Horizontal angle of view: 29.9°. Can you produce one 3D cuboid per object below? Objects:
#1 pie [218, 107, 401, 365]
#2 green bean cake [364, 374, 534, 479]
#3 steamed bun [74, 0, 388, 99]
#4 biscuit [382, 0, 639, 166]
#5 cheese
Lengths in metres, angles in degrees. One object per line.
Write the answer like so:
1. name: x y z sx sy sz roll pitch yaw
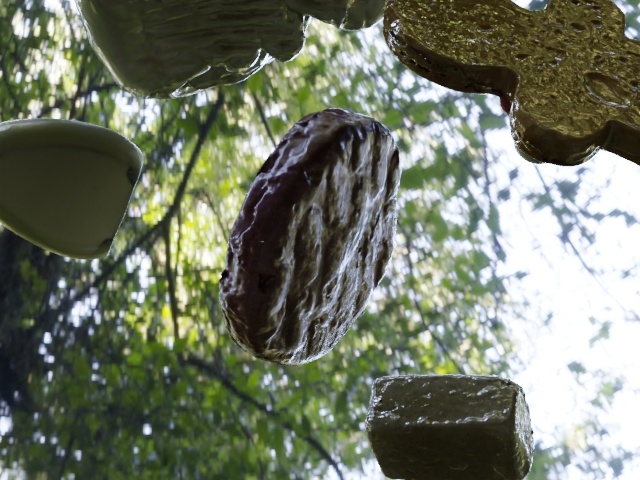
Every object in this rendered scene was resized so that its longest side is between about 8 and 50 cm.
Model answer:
1. pie: 0.000 0.000 0.793 0.049 0.182 0.182 22 -59 28
2. green bean cake: 0.148 0.214 1.369 0.179 0.085 0.109 -5 -48 22
3. steamed bun: -0.089 -0.328 1.177 0.339 0.247 0.352 -15 -52 -5
4. biscuit: 0.208 -0.116 0.917 0.339 0.216 0.047 17 -48 4
5. cheese: -0.291 -0.068 1.081 0.251 0.054 0.127 18 -80 -26
